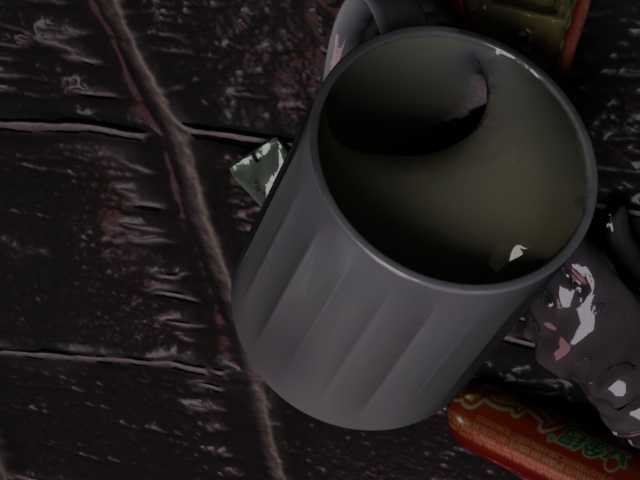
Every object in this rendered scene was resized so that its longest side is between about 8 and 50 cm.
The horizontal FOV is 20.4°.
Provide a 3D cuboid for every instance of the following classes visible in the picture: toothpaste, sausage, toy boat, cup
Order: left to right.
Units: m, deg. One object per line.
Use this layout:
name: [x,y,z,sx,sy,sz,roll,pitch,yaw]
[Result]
toothpaste: [0.000,0.000,1.691,0.064,0.041,0.218,-31,104,28]
cup: [0.054,-0.033,1.496,0.236,0.323,0.327,-7,157,-17]
toy boat: [0.158,-0.298,1.357,0.136,0.079,0.392,13,130,22]
sausage: [0.219,0.201,1.683,0.264,0.083,0.083,24,133,27]

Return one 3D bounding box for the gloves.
gloves: [0.252,0.066,1.580,0.142,0.119,0.285,-35,103,8]
